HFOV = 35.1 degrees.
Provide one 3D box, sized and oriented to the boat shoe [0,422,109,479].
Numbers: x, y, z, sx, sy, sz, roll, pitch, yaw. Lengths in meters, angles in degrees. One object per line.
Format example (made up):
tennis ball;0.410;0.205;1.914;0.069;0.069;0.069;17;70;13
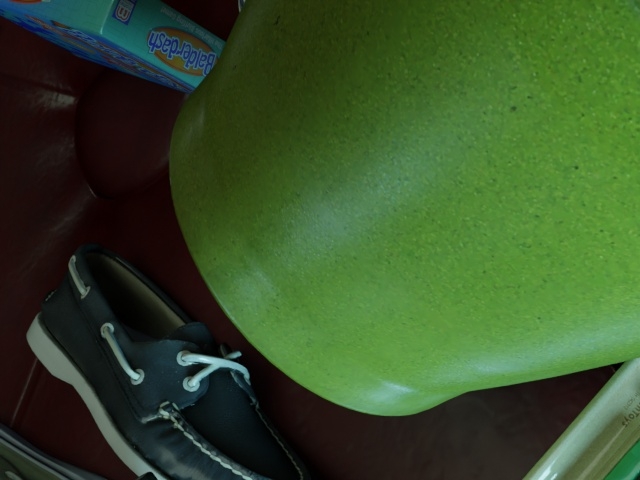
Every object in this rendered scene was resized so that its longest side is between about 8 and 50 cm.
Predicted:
boat shoe;-0.285;0.198;0.818;0.302;0.094;0.109;5;79;34

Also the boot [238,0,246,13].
boot;-0.040;-0.266;0.801;0.069;0.086;0.190;11;82;34

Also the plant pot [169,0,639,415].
plant pot;0.115;-0.084;0.508;0.353;0.366;0.366;-38;58;37

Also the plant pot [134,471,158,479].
plant pot;-0.120;0.288;0.609;0.167;0.188;0.187;40;58;21

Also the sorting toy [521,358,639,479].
sorting toy;0.218;0.131;0.500;0.348;0.047;0.196;-48;58;-2

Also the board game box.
board game box;-0.181;-0.177;0.821;0.210;0.160;0.047;22;89;36

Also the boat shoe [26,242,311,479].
boat shoe;-0.109;0.097;0.723;0.302;0.114;0.091;31;100;34
